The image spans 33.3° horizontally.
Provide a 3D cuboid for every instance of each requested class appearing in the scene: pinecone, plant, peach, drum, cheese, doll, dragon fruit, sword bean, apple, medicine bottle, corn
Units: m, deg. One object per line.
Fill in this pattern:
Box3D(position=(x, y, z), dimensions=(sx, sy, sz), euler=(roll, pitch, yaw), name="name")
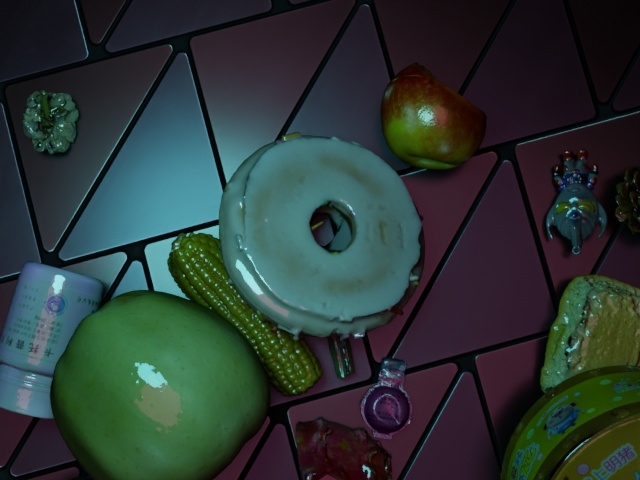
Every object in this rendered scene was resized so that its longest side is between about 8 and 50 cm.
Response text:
Box3D(position=(0.612, -0.079, 1.897), dimensions=(0.173, 0.173, 0.174), euler=(0, 85, 0), name="pinecone")
Box3D(position=(-0.486, -0.221, 1.924), dimensions=(0.104, 0.122, 0.117), euler=(-12, 78, -13), name="plant")
Box3D(position=(0.201, -0.225, 1.896), dimensions=(0.190, 0.190, 0.193), euler=(3, 83, 0), name="peach")
Box3D(position=(0.521, 0.429, 1.766), dimensions=(0.430, 0.214, 0.431), euler=(-1, 103, -5), name="drum")
Box3D(position=(0.121, 0.283, 1.920), dimensions=(0.095, 0.038, 0.145), euler=(10, 79, -1), name="cheese")
Box3D(position=(0.466, -0.069, 1.944), dimensions=(0.104, 0.062, 0.195), euler=(3, 78, -1), name="doll")
Box3D(position=(0.039, 0.442, 1.860), dimensions=(0.162, 0.189, 0.262), euler=(-13, 88, 29), name="dragon fruit")
Box3D(position=(0.005, 0.117, 1.936), dimensions=(0.043, 0.038, 0.269), euler=(-18, 85, -27), name="sword bean")
Box3D(position=(-0.266, 0.256, 1.767), dimensions=(0.357, 0.357, 0.358), euler=(0, 85, 0), name="apple")
Box3D(position=(-0.481, 0.173, 1.868), dimensions=(0.151, 0.152, 0.255), euler=(15, 83, 1), name="medicine bottle")
Box3D(position=(-0.134, 0.128, 1.895), dimensions=(0.120, 0.120, 0.363), euler=(-42, 91, -4), name="corn")

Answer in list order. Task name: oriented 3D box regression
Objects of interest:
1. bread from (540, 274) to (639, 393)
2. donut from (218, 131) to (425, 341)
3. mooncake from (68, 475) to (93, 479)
Box3D(position=(0.494, 0.185, 1.889), dimensions=(0.174, 0.121, 0.246), euler=(15, 88, -12), name="bread")
Box3D(position=(0.000, 0.000, 1.852), dimensions=(0.382, 0.142, 0.383), euler=(7, 66, -15), name="donut")
Box3D(position=(-0.398, 0.545, 1.830), dimensions=(0.290, 0.161, 0.291), euler=(0, 83, -1), name="mooncake")
